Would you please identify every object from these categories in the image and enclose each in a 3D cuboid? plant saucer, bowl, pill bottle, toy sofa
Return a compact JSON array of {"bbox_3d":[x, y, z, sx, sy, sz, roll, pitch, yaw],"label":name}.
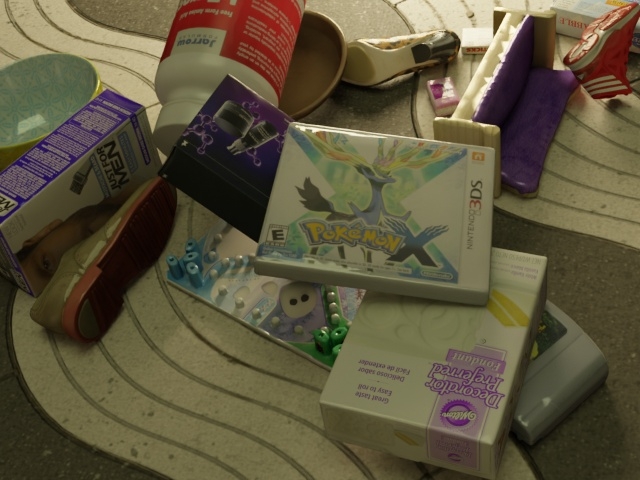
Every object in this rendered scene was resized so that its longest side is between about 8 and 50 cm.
[{"bbox_3d":[-0.075,-0.332,1.968,0.278,0.041,0.278,-9,60,17],"label":"plant saucer"},{"bbox_3d":[-0.526,-0.205,1.888,0.289,0.156,0.289,-8,43,8],"label":"bowl"},{"bbox_3d":[-0.170,-0.338,1.845,0.229,0.229,0.407,6,65,15],"label":"pill bottle"},{"bbox_3d":[0.342,-0.251,1.790,0.177,0.150,0.362,13,51,23],"label":"toy sofa"}]

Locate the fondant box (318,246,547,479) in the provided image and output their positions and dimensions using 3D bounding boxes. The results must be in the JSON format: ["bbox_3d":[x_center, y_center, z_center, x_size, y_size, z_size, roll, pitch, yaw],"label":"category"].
[{"bbox_3d":[0.168,0.147,1.413,0.238,0.096,0.330,11,50,19],"label":"fondant box"}]

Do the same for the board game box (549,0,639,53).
[{"bbox_3d":[0.671,-0.491,2.014,0.319,0.066,0.318,23,55,28],"label":"board game box"}]

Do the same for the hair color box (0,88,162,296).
[{"bbox_3d":[-0.431,-0.086,1.746,0.110,0.185,0.339,27,57,29],"label":"hair color box"}]

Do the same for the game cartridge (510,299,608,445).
[{"bbox_3d":[0.265,0.151,1.494,0.196,0.060,0.294,-34,50,-26],"label":"game cartridge"}]

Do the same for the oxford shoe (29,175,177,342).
[{"bbox_3d":[-0.362,0.010,1.691,0.130,0.123,0.348,10,48,26],"label":"oxford shoe"}]

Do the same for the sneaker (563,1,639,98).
[{"bbox_3d":[0.541,-0.339,1.868,0.221,0.128,0.087,-43,19,-25],"label":"sneaker"}]

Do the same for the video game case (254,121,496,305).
[{"bbox_3d":[0.090,-0.048,1.488,0.329,0.036,0.300,7,48,4],"label":"video game case"}]

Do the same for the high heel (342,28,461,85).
[{"bbox_3d":[0.144,-0.368,2.011,0.261,0.093,0.186,-1,16,31],"label":"high heel"}]

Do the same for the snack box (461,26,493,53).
[{"bbox_3d":[0.372,-0.400,2.012,0.178,0.022,0.064,1,46,11],"label":"snack box"}]

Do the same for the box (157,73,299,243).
[{"bbox_3d":[-0.098,-0.113,1.616,0.261,0.103,0.184,34,56,-7],"label":"box"}]

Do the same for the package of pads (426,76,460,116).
[{"bbox_3d":[0.233,-0.271,1.908,0.050,0.032,0.083,-11,46,-2],"label":"package of pads"}]

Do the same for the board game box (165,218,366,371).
[{"bbox_3d":[0.000,0.000,1.683,0.390,0.050,0.390,25,56,29],"label":"board game box"}]
